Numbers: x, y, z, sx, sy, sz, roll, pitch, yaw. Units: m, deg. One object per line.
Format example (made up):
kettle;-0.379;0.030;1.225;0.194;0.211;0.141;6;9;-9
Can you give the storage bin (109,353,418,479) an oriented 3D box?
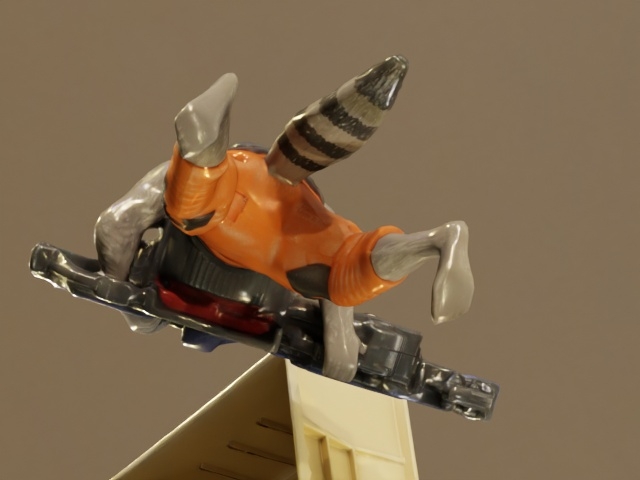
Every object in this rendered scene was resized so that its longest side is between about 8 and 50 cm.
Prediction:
storage bin;-0.048;0.262;1.381;0.262;0.123;0.260;-39;-137;36

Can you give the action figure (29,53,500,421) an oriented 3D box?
action figure;0.000;0.000;1.216;0.330;0.341;0.178;164;-56;-70
